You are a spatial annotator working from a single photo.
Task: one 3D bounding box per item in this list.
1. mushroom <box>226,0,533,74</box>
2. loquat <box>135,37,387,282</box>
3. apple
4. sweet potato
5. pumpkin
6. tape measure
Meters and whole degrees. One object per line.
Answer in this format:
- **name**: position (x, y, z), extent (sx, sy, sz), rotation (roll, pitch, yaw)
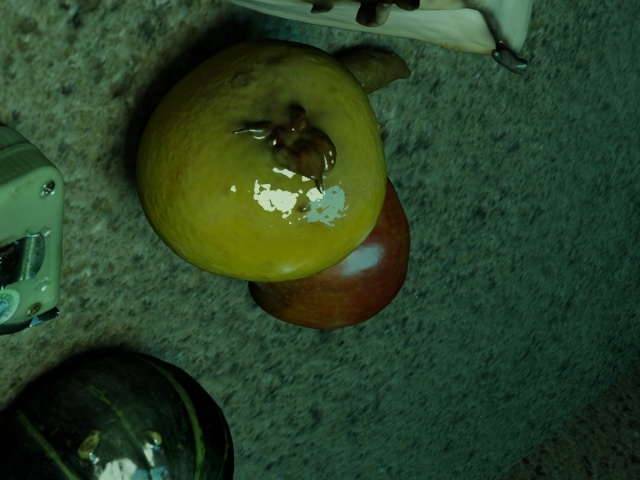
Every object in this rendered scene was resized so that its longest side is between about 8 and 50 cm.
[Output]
- **mushroom**: position (0.064, -0.381, 1.144), extent (0.224, 0.313, 0.398), rotation (8, 96, -63)
- **loquat**: position (-0.055, -0.082, 1.371), extent (0.275, 0.275, 0.275), rotation (-37, 150, -25)
- **apple**: position (0.000, 0.000, 1.642), extent (0.230, 0.230, 0.230), rotation (-37, 150, -25)
- **sweet potato**: position (0.060, -0.215, 1.627), extent (0.068, 0.060, 0.206), rotation (-23, 175, 39)
- **pumpkin**: position (-0.257, 0.293, 1.568), extent (0.323, 0.241, 0.323), rotation (-38, 149, -27)
- **tape measure**: position (-0.345, 0.025, 1.238), extent (0.207, 0.115, 0.235), rotation (-31, 148, -38)
